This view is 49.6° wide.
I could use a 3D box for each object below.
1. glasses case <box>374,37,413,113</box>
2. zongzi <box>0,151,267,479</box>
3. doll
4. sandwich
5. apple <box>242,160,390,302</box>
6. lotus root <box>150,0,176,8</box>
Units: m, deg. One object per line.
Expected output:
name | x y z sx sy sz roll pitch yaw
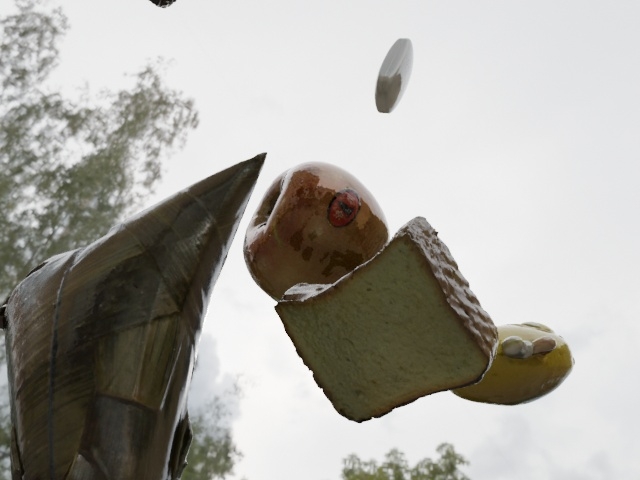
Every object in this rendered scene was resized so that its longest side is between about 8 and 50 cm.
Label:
glasses case | 0.136 -0.302 1.264 0.049 0.193 0.074 10 -46 17
zongzi | -0.187 0.116 0.840 0.432 0.403 0.208 -35 -44 7
doll | 0.300 0.253 1.352 0.348 0.161 0.423 -20 -22 23
sandwich | 0.071 0.095 0.766 0.214 0.065 0.186 -35 -91 35
apple | 0.000 0.000 1.572 0.305 0.339 0.338 32 -49 -17
lotus root | -0.276 -0.590 1.273 0.182 0.183 0.310 6 -78 7
